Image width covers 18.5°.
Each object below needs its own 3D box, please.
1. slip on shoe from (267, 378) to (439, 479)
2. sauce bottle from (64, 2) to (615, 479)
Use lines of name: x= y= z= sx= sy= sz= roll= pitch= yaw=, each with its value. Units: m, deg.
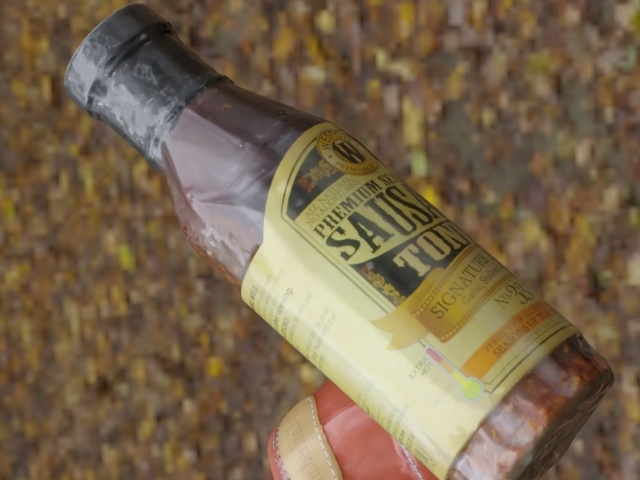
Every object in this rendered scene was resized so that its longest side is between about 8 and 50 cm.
slip on shoe: x=0.058 y=0.155 z=0.911 sx=0.331 sy=0.101 sz=0.123 roll=64 pitch=-178 yaw=-51
sauce bottle: x=0.000 y=0.000 z=0.399 sx=0.128 sy=0.042 sz=0.042 roll=40 pitch=138 yaw=14
